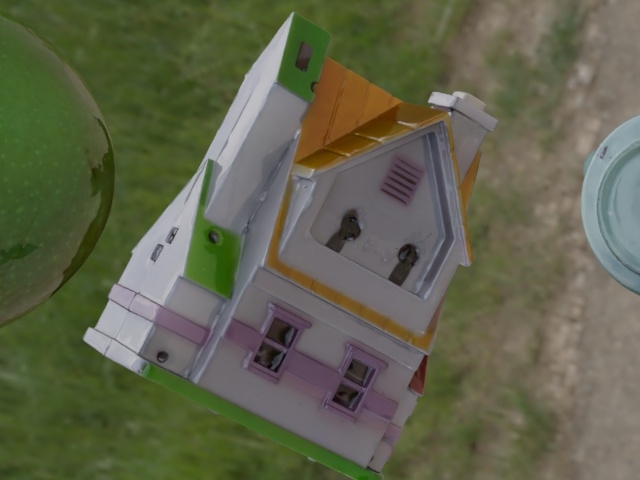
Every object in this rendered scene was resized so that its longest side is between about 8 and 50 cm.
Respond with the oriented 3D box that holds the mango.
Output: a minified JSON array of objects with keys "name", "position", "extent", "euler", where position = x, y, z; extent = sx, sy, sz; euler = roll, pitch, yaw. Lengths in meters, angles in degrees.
[{"name":"mango","position":[-0.285,-0.052,1.134],"extent":[0.201,0.382,0.225],"euler":[-18,69,44]}]

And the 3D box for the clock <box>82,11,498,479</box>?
[{"name":"clock","position":[0.000,0.000,1.528],"extent":[0.309,0.235,0.166],"euler":[-62,25,-3]}]

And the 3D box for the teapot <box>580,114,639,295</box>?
[{"name":"teapot","position":[0.312,-0.031,1.632],"extent":[0.232,0.159,0.159],"euler":[26,100,25]}]
